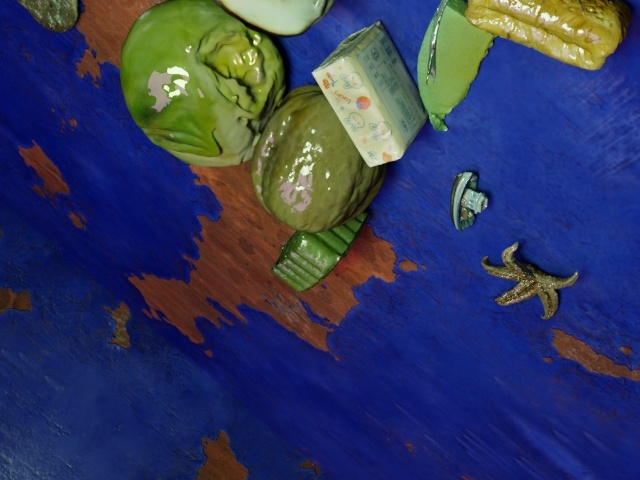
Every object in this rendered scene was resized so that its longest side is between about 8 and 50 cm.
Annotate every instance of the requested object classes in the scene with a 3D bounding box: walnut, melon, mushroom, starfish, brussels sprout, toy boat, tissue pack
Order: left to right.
[{"bbox_3d":[-0.229,-0.296,1.242,0.344,0.268,0.344,12,134,12],"label":"brussels sprout"},{"bbox_3d":[-0.073,-0.447,1.015,0.266,0.164,0.190,14,143,28],"label":"mushroom"},{"bbox_3d":[0.000,-0.149,1.222,0.282,0.227,0.283,-4,119,-7],"label":"walnut"},{"bbox_3d":[0.091,-0.246,1.095,0.092,0.148,0.196,-14,120,42],"label":"tissue pack"},{"bbox_3d":[0.215,-0.282,1.050,0.113,0.053,0.262,12,145,8],"label":"melon"},{"bbox_3d":[0.279,-0.071,1.202,0.066,0.059,0.140,30,146,35],"label":"toy boat"},{"bbox_3d":[0.418,0.081,1.254,0.213,0.057,0.238,43,151,-19],"label":"starfish"}]

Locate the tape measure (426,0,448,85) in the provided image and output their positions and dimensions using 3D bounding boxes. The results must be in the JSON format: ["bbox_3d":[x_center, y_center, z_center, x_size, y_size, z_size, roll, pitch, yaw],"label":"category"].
[{"bbox_3d":[0.255,-0.308,0.768,0.164,0.084,0.330,36,103,5],"label":"tape measure"}]

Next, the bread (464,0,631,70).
[{"bbox_3d":[0.303,-0.308,0.859,0.211,0.114,0.083,28,142,13],"label":"bread"}]

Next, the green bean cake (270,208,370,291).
[{"bbox_3d":[0.000,0.000,1.420,0.113,0.214,0.200,38,147,-5],"label":"green bean cake"}]

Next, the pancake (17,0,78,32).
[{"bbox_3d":[-0.667,-0.608,1.516,0.253,0.037,0.254,26,144,21],"label":"pancake"}]
